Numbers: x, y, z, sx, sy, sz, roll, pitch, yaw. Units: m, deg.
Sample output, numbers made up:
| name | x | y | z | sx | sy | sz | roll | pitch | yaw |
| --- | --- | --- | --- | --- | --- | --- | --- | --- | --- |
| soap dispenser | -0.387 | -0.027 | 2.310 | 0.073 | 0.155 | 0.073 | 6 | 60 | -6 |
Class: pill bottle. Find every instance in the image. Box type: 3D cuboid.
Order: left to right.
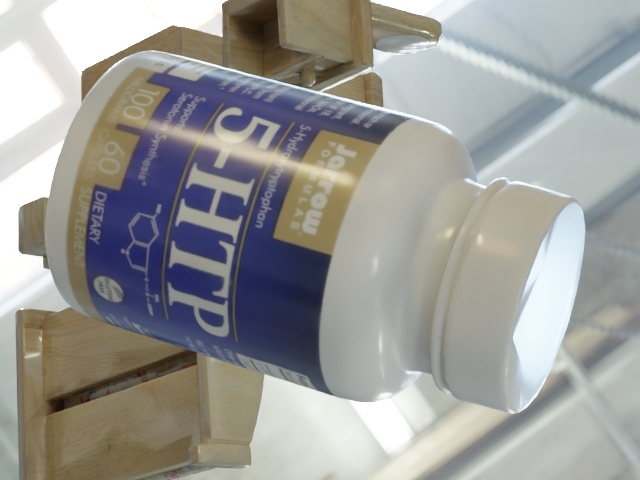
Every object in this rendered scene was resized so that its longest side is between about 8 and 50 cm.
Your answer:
| name | x | y | z | sx | sy | sz | roll | pitch | yaw |
| --- | --- | --- | --- | --- | --- | --- | --- | --- | --- |
| pill bottle | 0.000 | 0.000 | 0.735 | 0.186 | 0.112 | 0.112 | 16 | -27 | 21 |

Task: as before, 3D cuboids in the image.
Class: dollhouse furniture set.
| name | x | y | z | sx | sy | sz | roll | pitch | yaw |
| --- | --- | --- | --- | --- | --- | --- | --- | --- | --- |
| dollhouse furniture set | -0.040 | 0.055 | 1.212 | 0.303 | 0.174 | 0.355 | -20 | -112 | 47 |
